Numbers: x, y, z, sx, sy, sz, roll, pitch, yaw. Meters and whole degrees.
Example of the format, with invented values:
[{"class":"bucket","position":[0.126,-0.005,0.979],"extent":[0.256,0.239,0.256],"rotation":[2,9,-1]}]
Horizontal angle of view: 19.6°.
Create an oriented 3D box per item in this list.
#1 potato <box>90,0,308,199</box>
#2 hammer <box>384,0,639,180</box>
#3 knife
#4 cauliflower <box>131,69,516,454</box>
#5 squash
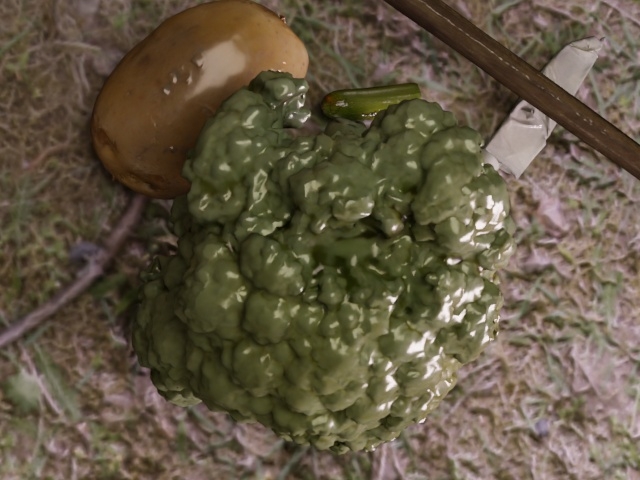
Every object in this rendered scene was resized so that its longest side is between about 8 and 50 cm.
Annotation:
[{"class":"potato","position":[-0.094,-0.109,1.396],"extent":[0.178,0.118,0.109],"rotation":[-42,55,-7]},{"class":"hammer","position":[0.152,-0.136,1.499],"extent":[0.365,0.111,0.043],"rotation":[34,78,-16]},{"class":"knife","position":[0.153,-0.070,1.534],"extent":[0.047,0.017,0.298],"rotation":[42,66,-10]},{"class":"cauliflower","position":[-0.009,0.001,1.335],"extent":[0.260,0.327,0.281],"rotation":[38,28,-41]},{"class":"squash","position":[0.039,-0.110,1.489],"extent":[0.083,0.027,0.027],"rotation":[-7,84,-21]}]
